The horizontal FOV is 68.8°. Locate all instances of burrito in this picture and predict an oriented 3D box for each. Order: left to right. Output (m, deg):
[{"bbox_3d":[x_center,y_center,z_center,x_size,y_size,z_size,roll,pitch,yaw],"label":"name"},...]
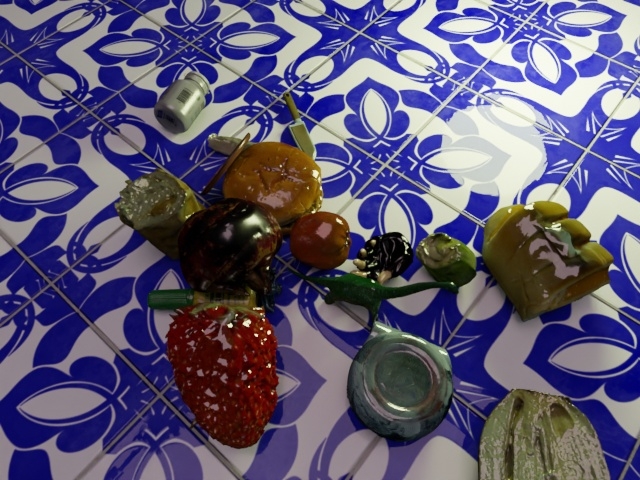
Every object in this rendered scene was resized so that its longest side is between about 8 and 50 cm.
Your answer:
[{"bbox_3d":[-0.261,-0.314,1.611,0.275,0.059,0.082,14,52,8],"label":"burrito"}]

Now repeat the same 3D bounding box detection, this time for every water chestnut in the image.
[{"bbox_3d":[-0.237,0.021,1.260,0.289,0.244,0.289,-6,28,3],"label":"water chestnut"}]

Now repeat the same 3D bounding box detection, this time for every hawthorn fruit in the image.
[{"bbox_3d":[0.000,0.000,1.364,0.189,0.189,0.189,0,60,1],"label":"hawthorn fruit"}]

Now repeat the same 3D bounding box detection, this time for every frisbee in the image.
[{"bbox_3d":[-0.299,-0.239,1.479,0.021,0.251,0.251,38,63,-14],"label":"frisbee"}]

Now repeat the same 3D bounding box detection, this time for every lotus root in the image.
[{"bbox_3d":[0.499,0.491,1.091,0.267,0.149,0.260,-7,54,17],"label":"lotus root"}]

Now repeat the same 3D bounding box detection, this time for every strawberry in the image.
[{"bbox_3d":[-0.251,0.321,1.147,0.292,0.292,0.344,1,75,2],"label":"strawberry"}]

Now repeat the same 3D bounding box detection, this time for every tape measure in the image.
[{"bbox_3d":[0.198,0.356,1.169,0.256,0.147,0.275,21,59,10],"label":"tape measure"}]

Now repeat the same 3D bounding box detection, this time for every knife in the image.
[{"bbox_3d":[-0.083,-0.403,1.675,0.061,0.027,0.343,-17,64,-13],"label":"knife"}]

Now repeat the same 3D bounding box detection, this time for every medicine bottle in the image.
[{"bbox_3d":[-0.487,-0.502,1.676,0.135,0.135,0.215,19,62,11],"label":"medicine bottle"},{"bbox_3d":[-0.331,0.167,1.324,0.308,0.076,0.111,-2,44,1],"label":"medicine bottle"}]

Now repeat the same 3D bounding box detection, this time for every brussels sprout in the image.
[{"bbox_3d":[0.367,0.060,1.341,0.131,0.145,0.183,-58,29,-1],"label":"brussels sprout"}]

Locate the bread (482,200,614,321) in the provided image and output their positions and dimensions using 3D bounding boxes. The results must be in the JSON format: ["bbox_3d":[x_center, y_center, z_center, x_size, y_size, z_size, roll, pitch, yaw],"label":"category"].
[{"bbox_3d":[0.628,0.021,1.321,0.300,0.210,0.341,-16,61,-11],"label":"bread"}]

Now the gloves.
[{"bbox_3d":[0.169,0.055,1.352,0.203,0.124,0.164,-23,50,-14],"label":"gloves"}]

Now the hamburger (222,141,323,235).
[{"bbox_3d":[-0.150,-0.171,1.460,0.314,0.170,0.290,24,63,14],"label":"hamburger"}]

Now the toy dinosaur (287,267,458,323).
[{"bbox_3d":[0.106,0.115,1.218,0.447,0.301,0.087,19,64,9],"label":"toy dinosaur"}]

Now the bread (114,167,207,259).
[{"bbox_3d":[-0.442,-0.071,1.371,0.238,0.252,0.196,-16,65,-3],"label":"bread"}]

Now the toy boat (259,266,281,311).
[{"bbox_3d":[-0.142,0.140,1.345,0.060,0.060,0.137,-15,53,15],"label":"toy boat"}]
